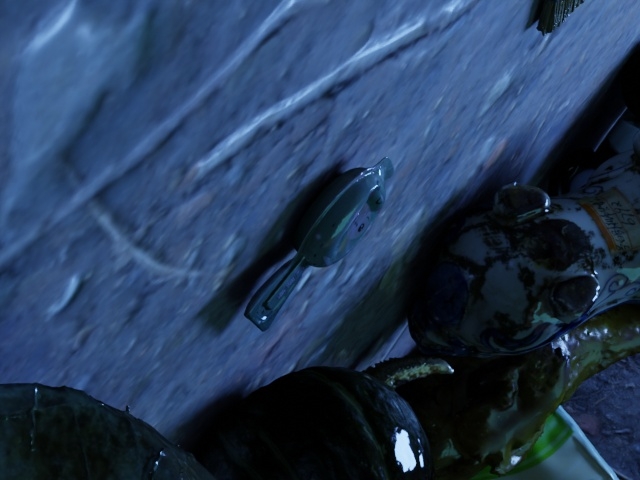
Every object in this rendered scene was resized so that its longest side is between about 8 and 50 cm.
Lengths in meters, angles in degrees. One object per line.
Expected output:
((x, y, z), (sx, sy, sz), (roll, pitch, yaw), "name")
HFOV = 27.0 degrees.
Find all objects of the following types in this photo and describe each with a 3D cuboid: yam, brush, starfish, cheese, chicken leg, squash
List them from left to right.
((-0.105, 0.152, 0.596), (0.154, 0.154, 0.254), (-49, 161, -10), "yam")
((-0.006, 0.172, 0.890), (0.193, 0.156, 0.193), (-25, 128, -36), "squash")
((0.000, 0.000, 0.752), (0.121, 0.026, 0.067), (-49, 163, -5), "cheese")
((0.014, 0.175, 1.106), (0.216, 0.071, 0.238), (-51, 176, -15), "starfish")
((0.216, 0.118, 1.294), (0.361, 0.140, 0.211), (-30, 174, -1), "chicken leg")
((0.157, -0.185, 0.804), (0.043, 0.014, 0.170), (-45, 161, -19), "brush")

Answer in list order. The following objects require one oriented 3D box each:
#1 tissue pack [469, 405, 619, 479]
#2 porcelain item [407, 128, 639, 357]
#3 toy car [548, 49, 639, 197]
((0.153, 0.366, 1.533), (0.405, 0.205, 0.332), (-40, 167, 1), "tissue pack")
((0.213, 0.020, 1.094), (0.288, 0.138, 0.186), (-20, 161, -22), "porcelain item")
((0.343, -0.063, 1.256), (0.255, 0.190, 0.188), (-57, 162, 12), "toy car")
